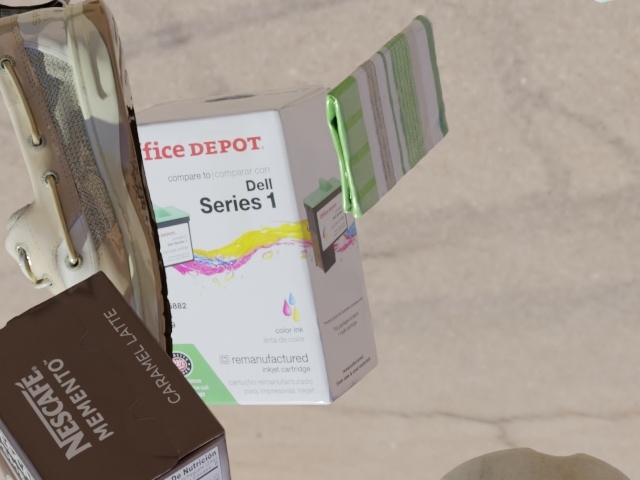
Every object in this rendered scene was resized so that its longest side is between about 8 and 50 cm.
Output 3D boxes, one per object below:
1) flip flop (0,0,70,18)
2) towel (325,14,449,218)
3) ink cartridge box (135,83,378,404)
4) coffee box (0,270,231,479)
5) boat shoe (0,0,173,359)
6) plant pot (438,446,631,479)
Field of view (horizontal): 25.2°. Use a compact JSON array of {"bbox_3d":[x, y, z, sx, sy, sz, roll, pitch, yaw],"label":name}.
[{"bbox_3d":[-0.284,-0.237,1.347,0.080,0.277,0.112,53,134,-3],"label":"flip flop"},{"bbox_3d":[0.052,-0.101,1.137,0.023,0.152,0.113,9,124,33],"label":"towel"},{"bbox_3d":[-0.076,0.006,1.348,0.201,0.278,0.117,-4,-167,28],"label":"ink cartridge box"},{"bbox_3d":[-0.123,0.158,0.863,0.141,0.098,0.246,46,155,33],"label":"coffee box"},{"bbox_3d":[-0.164,-0.009,0.979,0.098,0.302,0.109,-11,-175,-4],"label":"boat shoe"},{"bbox_3d":[0.213,0.384,1.380,0.333,0.305,0.334,3,138,3],"label":"plant pot"}]
